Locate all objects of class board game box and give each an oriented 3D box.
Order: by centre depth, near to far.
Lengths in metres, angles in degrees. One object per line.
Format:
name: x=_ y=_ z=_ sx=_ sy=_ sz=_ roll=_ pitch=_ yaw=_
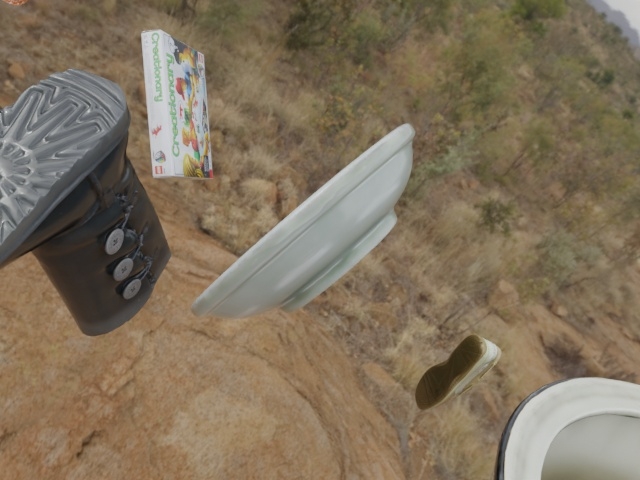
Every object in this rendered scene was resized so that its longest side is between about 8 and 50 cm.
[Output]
board game box: x=-0.321 y=-0.293 z=1.112 sx=0.053 sy=0.304 sz=0.193 roll=-2 pitch=5 yaw=14

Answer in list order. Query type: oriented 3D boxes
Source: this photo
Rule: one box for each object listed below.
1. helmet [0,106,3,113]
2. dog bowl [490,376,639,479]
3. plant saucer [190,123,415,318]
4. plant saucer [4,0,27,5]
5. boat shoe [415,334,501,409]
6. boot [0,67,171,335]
helmet: x=-0.497 y=-0.136 z=0.604 sx=0.162 sy=0.169 sz=0.169 roll=-31 pitch=65 yaw=-6
dog bowl: x=0.295 y=0.308 z=0.363 sx=0.409 sy=0.150 sz=0.408 roll=14 pitch=29 yaw=-8
plant saucer: x=0.000 y=0.000 z=0.704 sx=0.100 sy=0.400 sz=0.400 roll=49 pitch=36 yaw=-2
plant saucer: x=-0.664 y=-0.551 z=1.047 sx=0.084 sy=0.083 sz=0.013 roll=28 pitch=32 yaw=-13
boat shoe: x=0.171 y=0.172 z=0.608 sx=0.045 sy=0.135 sz=0.050 roll=19 pitch=37 yaw=-24
boot: x=-0.383 y=0.033 z=0.692 sx=0.146 sy=0.445 sz=0.367 roll=38 pitch=61 yaw=8
